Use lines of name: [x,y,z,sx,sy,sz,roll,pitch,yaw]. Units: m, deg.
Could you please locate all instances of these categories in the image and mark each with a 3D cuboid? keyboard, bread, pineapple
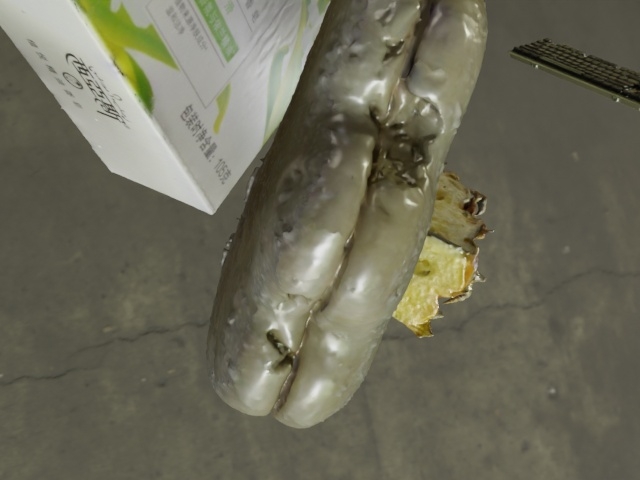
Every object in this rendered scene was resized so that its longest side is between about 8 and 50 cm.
keyboard: [0.208,-0.129,0.833,0.049,0.129,0.015,-15,125,-38]
bread: [0.005,0.000,0.643,0.102,0.337,0.183,16,40,-8]
pineapple: [0.057,-0.026,1.034,0.186,0.114,0.236,3,42,-37]

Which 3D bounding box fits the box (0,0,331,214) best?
box: [-0.098,-0.172,0.699,0.194,0.111,0.260,-57,148,-18]
